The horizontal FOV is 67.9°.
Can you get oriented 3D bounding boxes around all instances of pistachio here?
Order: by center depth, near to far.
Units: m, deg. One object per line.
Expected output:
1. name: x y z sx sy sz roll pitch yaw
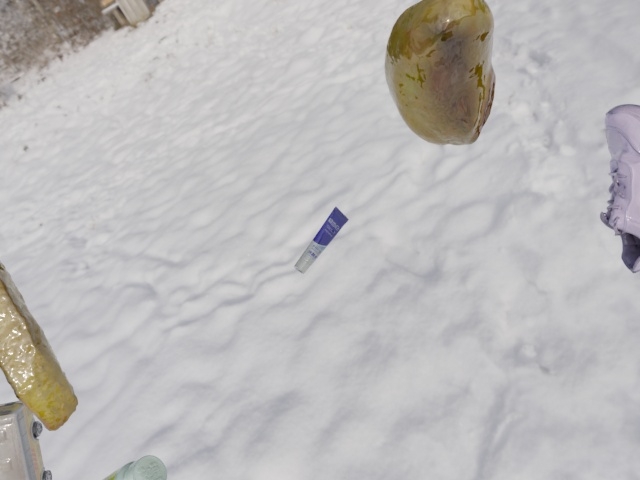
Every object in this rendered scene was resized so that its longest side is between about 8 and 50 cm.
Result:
1. pistachio: 0.122 -0.176 0.491 0.110 0.189 0.100 -2 64 21

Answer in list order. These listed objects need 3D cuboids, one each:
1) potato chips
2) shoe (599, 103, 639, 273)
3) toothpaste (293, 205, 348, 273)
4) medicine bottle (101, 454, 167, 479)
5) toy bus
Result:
1. potato chips: -0.407 0.043 0.567 0.057 0.407 0.080 -32 -5 -26
2. shoe: 0.460 -0.072 0.688 0.138 0.245 0.095 -34 6 2
3. toothpaste: 0.000 0.000 0.529 0.083 0.024 0.015 -52 25 -15
4. medicine bottle: -0.206 0.267 0.512 0.083 0.047 0.047 -39 23 25
5. toy bus: -0.676 0.500 1.063 0.092 0.268 0.106 -8 5 -11
